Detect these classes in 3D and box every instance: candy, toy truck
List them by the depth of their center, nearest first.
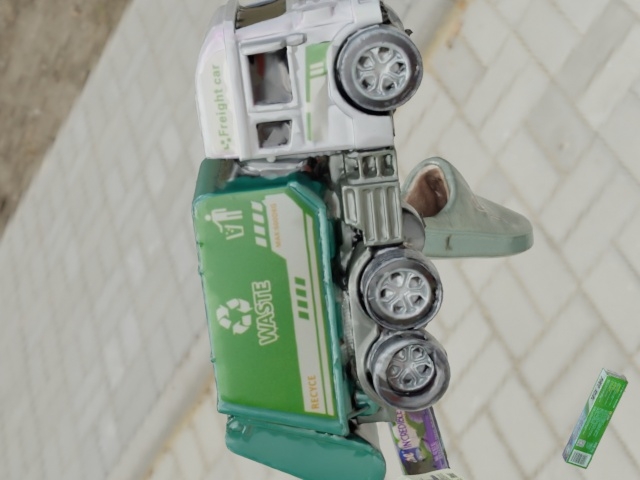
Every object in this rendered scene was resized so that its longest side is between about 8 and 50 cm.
[{"bbox_3d":[0.000,0.000,0.678,0.114,0.124,0.253,-97,-1,-71],"label":"toy truck"},{"bbox_3d":[0.112,0.223,1.678,0.061,0.312,0.088,-17,28,2],"label":"candy"}]

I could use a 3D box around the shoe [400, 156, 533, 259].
[{"bbox_3d":[0.098,-0.025,1.034,0.079,0.195,0.078,6,99,40],"label":"shoe"}]

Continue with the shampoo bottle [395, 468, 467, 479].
[{"bbox_3d":[0.093,0.232,1.234,0.049,0.141,0.034,43,108,30],"label":"shampoo bottle"}]

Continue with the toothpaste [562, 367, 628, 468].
[{"bbox_3d":[0.220,0.143,1.084,0.017,0.020,0.083,-95,25,-71],"label":"toothpaste"}]
